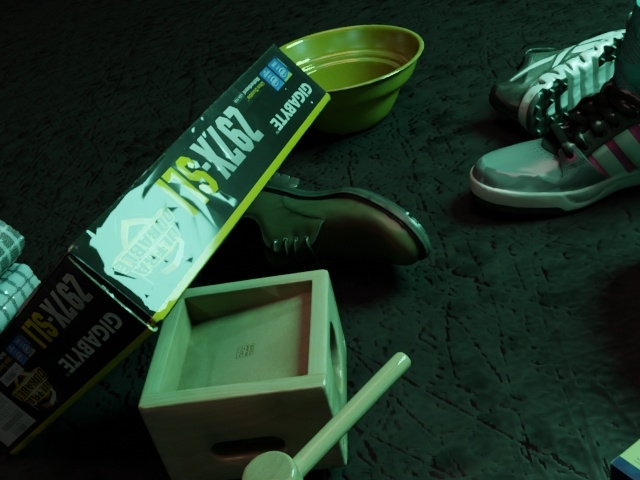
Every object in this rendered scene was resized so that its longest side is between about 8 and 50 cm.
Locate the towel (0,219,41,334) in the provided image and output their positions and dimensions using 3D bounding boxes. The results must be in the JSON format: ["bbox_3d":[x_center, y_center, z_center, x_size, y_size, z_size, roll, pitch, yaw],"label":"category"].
[{"bbox_3d":[-0.447,0.077,0.708,0.284,0.121,0.235,-3,34,14],"label":"towel"}]

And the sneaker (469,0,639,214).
[{"bbox_3d":[0.285,-0.133,0.726,0.296,0.178,0.123,-12,34,1],"label":"sneaker"}]

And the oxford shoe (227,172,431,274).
[{"bbox_3d":[0.000,0.000,0.726,0.227,0.082,0.096,10,51,39],"label":"oxford shoe"}]

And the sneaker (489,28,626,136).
[{"bbox_3d":[0.298,-0.208,0.924,0.234,0.078,0.106,-31,40,-23],"label":"sneaker"}]

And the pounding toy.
[{"bbox_3d":[-0.023,0.121,0.527,0.181,0.094,0.206,-8,34,7],"label":"pounding toy"}]

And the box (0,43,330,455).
[{"bbox_3d":[-0.142,-0.002,0.639,0.257,0.079,0.322,-42,12,40],"label":"box"}]

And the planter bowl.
[{"bbox_3d":[0.031,-0.200,0.988,0.217,0.090,0.217,-9,34,6],"label":"planter bowl"}]

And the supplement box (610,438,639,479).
[{"bbox_3d":[0.229,0.148,0.439,0.083,0.056,0.083,-29,37,-23],"label":"supplement box"}]
